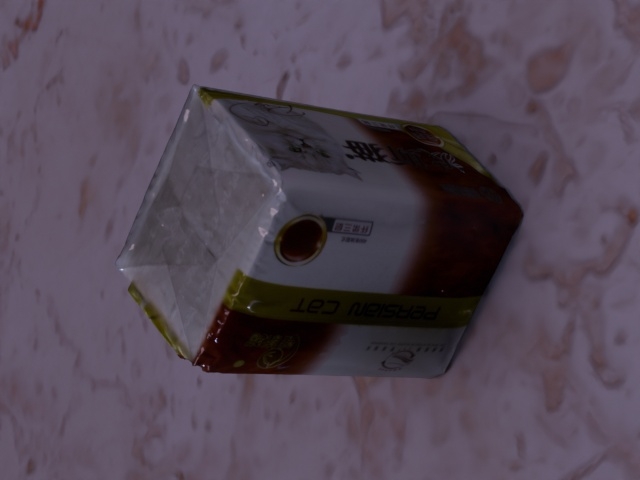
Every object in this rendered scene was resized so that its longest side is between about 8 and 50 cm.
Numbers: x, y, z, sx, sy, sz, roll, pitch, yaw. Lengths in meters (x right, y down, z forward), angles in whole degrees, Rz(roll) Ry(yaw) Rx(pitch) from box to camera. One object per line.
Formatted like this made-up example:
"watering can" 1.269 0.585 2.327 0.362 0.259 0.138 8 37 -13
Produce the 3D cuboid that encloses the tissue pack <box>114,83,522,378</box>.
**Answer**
"tissue pack" 0.001 0.000 0.765 0.099 0.148 0.106 50 123 41
